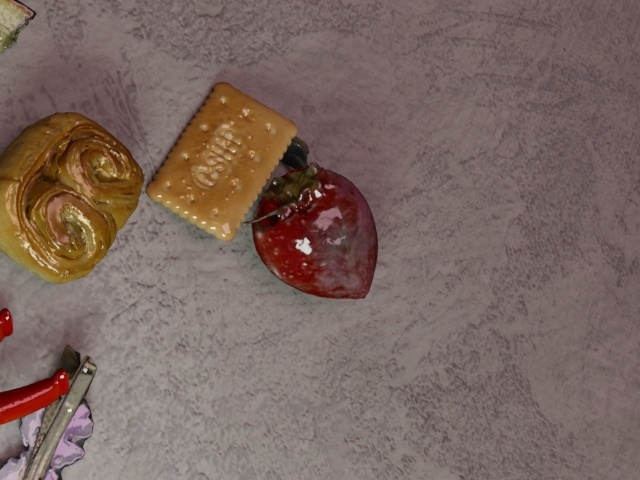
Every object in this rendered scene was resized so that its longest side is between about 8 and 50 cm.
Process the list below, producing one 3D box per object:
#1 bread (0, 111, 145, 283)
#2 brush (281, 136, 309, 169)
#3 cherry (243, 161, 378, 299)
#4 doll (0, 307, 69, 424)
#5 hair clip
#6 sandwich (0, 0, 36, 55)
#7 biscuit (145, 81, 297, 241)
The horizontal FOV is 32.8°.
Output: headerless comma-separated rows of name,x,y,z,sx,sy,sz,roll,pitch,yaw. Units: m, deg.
bread,-0.367,-0.062,1.530,0.198,0.120,0.236,42,59,-22
brush,0.011,-0.074,1.847,0.266,0.062,0.027,52,50,-21
cherry,0.000,0.000,1.742,0.192,0.175,0.250,-47,109,-23
doll,-0.514,0.232,1.362,0.188,0.099,0.384,39,53,19
hair clip,-0.373,0.287,1.479,0.106,0.084,0.292,31,68,-31
sandwich,-0.526,-0.324,1.473,0.235,0.128,0.122,35,68,-27
biscuit,-0.152,-0.130,1.720,0.160,0.030,0.250,31,62,-2
